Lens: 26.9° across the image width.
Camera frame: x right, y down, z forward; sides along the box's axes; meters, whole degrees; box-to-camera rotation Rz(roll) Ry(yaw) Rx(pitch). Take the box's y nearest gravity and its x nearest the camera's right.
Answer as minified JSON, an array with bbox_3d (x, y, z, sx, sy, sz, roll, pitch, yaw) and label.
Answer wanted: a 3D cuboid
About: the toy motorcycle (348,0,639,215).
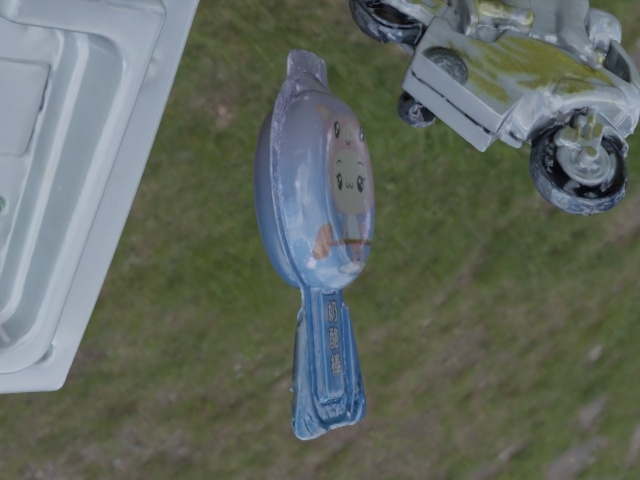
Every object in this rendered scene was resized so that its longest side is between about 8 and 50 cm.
[{"bbox_3d":[0.128,-0.119,0.860,0.151,0.228,0.074,-37,163,-28],"label":"toy motorcycle"}]

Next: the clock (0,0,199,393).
[{"bbox_3d":[-0.190,-0.029,0.534,0.262,0.116,0.231,3,117,-38],"label":"clock"}]

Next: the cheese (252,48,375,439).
[{"bbox_3d":[0.000,0.000,0.855,0.052,0.245,0.135,-5,178,24],"label":"cheese"}]
